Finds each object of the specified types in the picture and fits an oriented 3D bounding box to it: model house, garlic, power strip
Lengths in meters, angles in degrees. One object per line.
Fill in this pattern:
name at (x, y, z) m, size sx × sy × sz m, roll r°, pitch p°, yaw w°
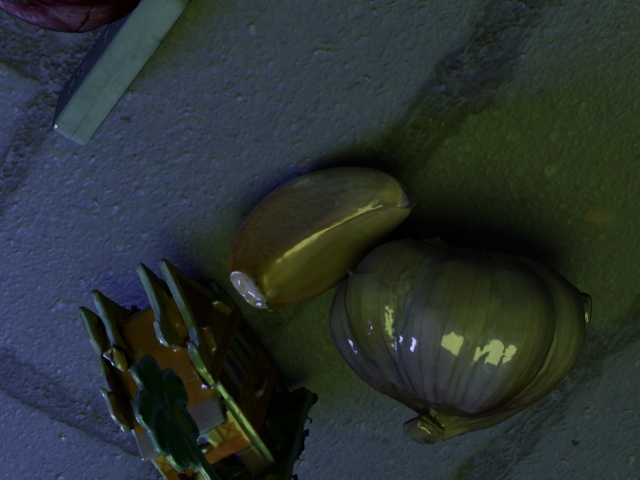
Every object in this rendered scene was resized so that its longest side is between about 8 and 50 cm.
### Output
model house at (-0.199, 0.207, 1.823) m, size 0.243 × 0.357 × 0.312 m, roll -31°, pitch 106°, yaw 19°
garlic at (0.004, -0.007, 1.792) m, size 0.245 × 0.164 × 0.145 m, roll -32°, pitch 106°, yaw 10°
garlic at (0.165, 0.110, 1.804) m, size 0.322 × 0.241 × 0.322 m, roll -4°, pitch 149°, yaw -3°
power strip at (-0.213, -0.237, 1.688) m, size 0.053 × 0.093 × 0.288 m, roll 31°, pitch 117°, yaw -19°

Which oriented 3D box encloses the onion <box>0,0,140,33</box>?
onion at (-0.286, -0.346, 1.565) m, size 0.252 × 0.219 × 0.252 m, roll 26°, pitch 162°, yaw 9°
